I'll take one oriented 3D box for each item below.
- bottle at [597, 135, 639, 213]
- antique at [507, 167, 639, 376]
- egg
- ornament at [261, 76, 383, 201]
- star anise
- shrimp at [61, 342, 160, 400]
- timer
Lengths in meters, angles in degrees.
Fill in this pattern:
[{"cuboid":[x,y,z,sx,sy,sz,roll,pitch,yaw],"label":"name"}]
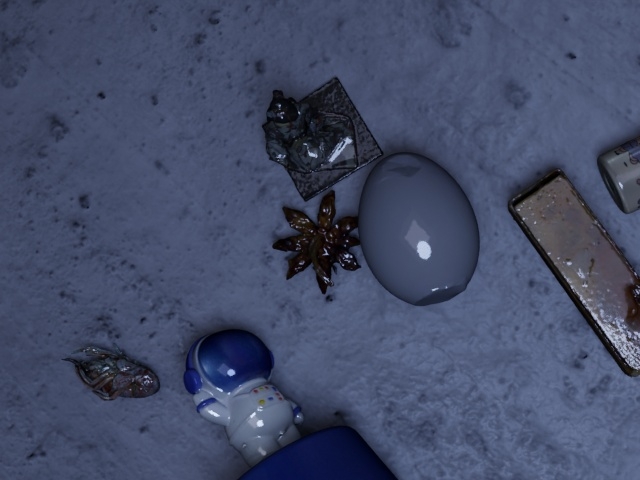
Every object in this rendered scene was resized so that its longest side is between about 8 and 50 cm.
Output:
[{"cuboid":[0.518,-0.118,1.236,0.209,0.097,0.110,-25,92,10],"label":"bottle"},{"cuboid":[0.398,0.049,1.258,0.093,0.087,0.310,-34,78,8],"label":"antique"},{"cuboid":[0.143,-0.022,1.279,0.176,0.176,0.232,-15,77,12],"label":"egg"},{"cuboid":[-0.028,-0.168,1.325,0.166,0.196,0.153,-32,78,10],"label":"ornament"},{"cuboid":[0.001,0.000,1.376,0.167,0.057,0.168,-4,75,15],"label":"star anise"},{"cuboid":[-0.354,0.221,1.439,0.190,0.075,0.073,15,121,24],"label":"shrimp"},{"cuboid":[-0.082,0.296,1.292,0.270,0.270,0.384,-38,65,8],"label":"timer"}]
